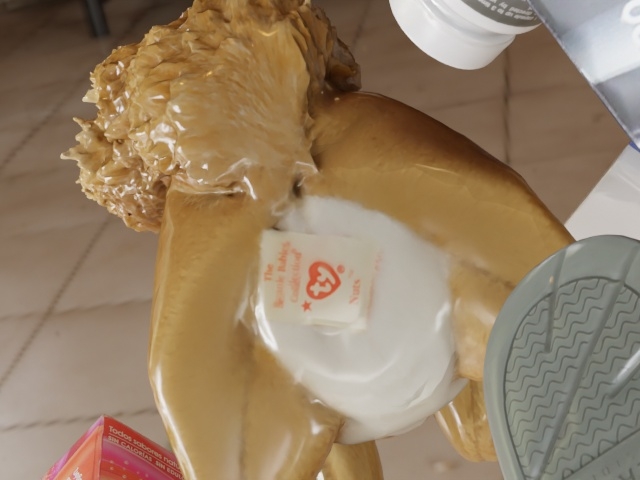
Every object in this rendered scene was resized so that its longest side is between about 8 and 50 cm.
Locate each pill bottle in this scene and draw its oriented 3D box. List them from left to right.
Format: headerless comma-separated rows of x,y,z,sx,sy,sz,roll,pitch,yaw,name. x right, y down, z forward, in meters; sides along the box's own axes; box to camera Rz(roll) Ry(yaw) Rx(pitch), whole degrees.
0.193,-0.304,1.352,0.161,0.161,0.283,-36,-8,-44,pill bottle

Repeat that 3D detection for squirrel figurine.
0.000,0.000,1.006,0.281,0.397,0.370,-32,-4,3,squirrel figurine

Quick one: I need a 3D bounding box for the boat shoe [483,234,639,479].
0.142,0.146,0.424,0.103,0.320,0.118,16,-44,-41,boat shoe

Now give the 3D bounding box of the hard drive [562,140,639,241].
0.341,0.079,1.207,0.319,0.210,0.040,37,50,6,hard drive

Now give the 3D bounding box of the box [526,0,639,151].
0.224,-0.133,0.375,0.179,0.343,0.312,-12,-28,-51,box

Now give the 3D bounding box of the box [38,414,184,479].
-0.085,0.281,1.006,0.154,0.300,0.142,-45,26,23,box
